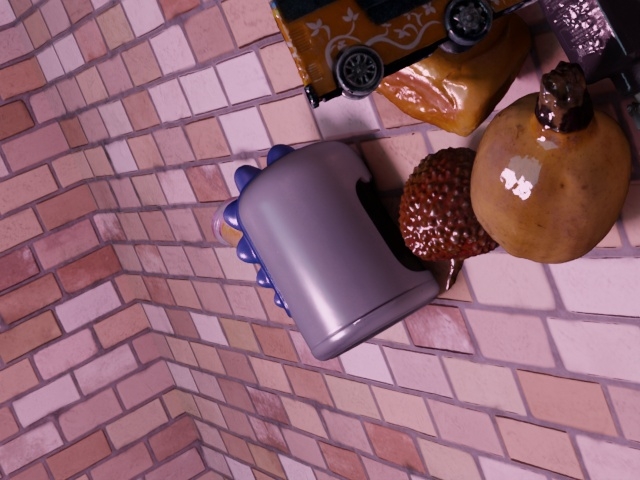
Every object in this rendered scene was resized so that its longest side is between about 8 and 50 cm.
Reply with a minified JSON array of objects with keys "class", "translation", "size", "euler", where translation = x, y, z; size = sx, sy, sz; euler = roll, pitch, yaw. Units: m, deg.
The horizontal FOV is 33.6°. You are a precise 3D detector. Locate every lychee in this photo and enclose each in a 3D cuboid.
[{"class":"lychee","translation":[0.188,-0.032,1.465],"size":[0.165,0.165,0.197],"euler":[-7,92,63]}]

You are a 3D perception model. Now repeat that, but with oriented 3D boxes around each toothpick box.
[{"class":"toothpick box","translation":[0.000,0.000,1.739],"size":[0.355,0.263,0.263],"euler":[60,154,8]}]

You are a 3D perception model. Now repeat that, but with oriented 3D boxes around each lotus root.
[{"class":"lotus root","translation":[0.269,-0.088,1.224],"size":[0.183,0.183,0.310],"euler":[51,164,23]}]

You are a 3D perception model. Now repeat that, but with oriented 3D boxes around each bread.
[{"class":"bread","translation":[0.108,-0.260,1.320],"size":[0.294,0.167,0.132],"euler":[31,155,13]}]

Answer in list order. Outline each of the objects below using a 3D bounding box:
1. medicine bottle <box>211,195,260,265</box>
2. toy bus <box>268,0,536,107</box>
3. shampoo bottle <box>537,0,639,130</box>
[{"class":"medicine bottle","translation":[-0.055,0.037,2.062],"size":[0.426,0.108,0.108],"euler":[32,141,45]},{"class":"toy bus","translation":[0.087,-0.265,1.156],"size":[0.138,0.275,0.167],"euler":[-81,-33,-86]},{"class":"shampoo bottle","translation":[0.290,-0.262,1.158],"size":[0.309,0.071,0.098],"euler":[63,154,1]}]
